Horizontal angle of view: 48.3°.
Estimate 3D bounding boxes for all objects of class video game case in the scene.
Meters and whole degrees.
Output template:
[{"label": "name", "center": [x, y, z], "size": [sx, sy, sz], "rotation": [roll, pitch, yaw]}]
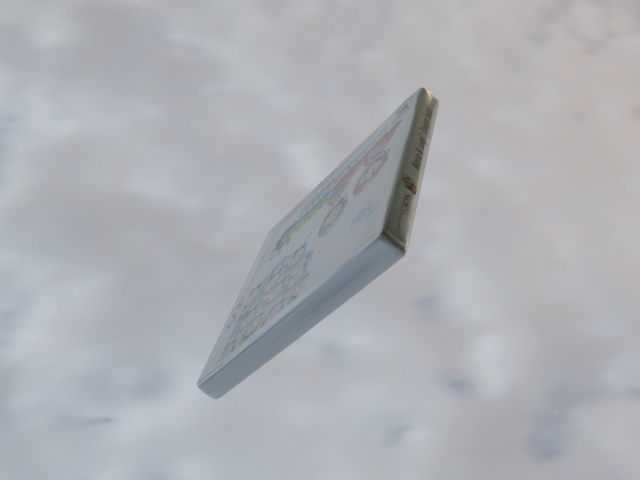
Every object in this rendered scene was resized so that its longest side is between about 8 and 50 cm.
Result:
[{"label": "video game case", "center": [0.000, 0.000, 0.396], "size": [0.019, 0.157, 0.143], "rotation": [38, -142, -14]}]
